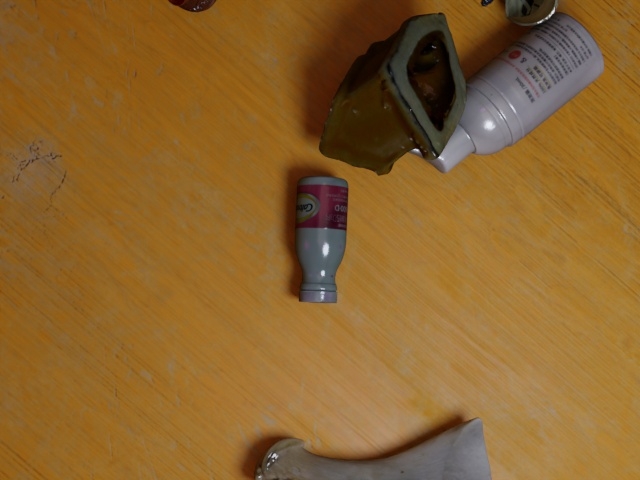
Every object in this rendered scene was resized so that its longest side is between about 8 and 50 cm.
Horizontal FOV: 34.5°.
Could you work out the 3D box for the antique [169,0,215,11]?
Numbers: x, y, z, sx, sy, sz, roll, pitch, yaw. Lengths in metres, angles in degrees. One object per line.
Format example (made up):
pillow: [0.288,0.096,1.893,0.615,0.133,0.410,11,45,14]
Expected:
antique: [-0.219,-0.448,1.795,0.104,0.104,0.104,0,86,-6]

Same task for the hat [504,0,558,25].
hat: [0.381,-0.440,1.837,0.081,0.166,0.122,20,108,-26]

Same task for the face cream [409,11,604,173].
face cream: [0.313,-0.237,1.815,0.370,0.145,0.145,-39,91,-6]

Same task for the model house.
model house: [0.116,-0.239,1.763,0.173,0.239,0.268,45,48,-17]

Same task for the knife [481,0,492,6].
knife: [0.325,-0.485,1.896,0.031,0.018,0.121,27,84,-11]

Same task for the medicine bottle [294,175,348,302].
medicine bottle: [0.000,0.000,1.787,0.090,0.090,0.216,3,85,-6]

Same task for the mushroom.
mushroom: [0.088,0.411,1.752,0.397,0.126,0.177,-5,76,-6]
